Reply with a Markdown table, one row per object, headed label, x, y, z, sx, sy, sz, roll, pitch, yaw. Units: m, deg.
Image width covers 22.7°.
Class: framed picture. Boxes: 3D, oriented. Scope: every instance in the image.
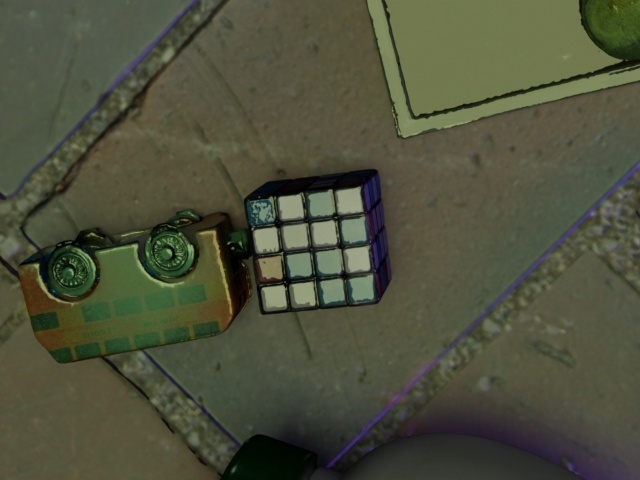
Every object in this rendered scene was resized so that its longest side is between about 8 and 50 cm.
| label | x | y | z | sx | sy | sz | roll | pitch | yaw |
| --- | --- | --- | --- | --- | --- | --- | --- | --- | --- |
| framed picture | 0.157 | -0.199 | 1.192 | 0.252 | 0.014 | 0.197 | -13 | 97 | 10 |

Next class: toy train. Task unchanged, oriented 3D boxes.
| label | x | y | z | sx | sy | sz | roll | pitch | yaw |
| --- | --- | --- | --- | --- | --- | --- | --- | --- | --- |
| toy train | -0.140 | 0.035 | 1.244 | 0.188 | 0.072 | 0.099 | -10 | 97 | 10 |

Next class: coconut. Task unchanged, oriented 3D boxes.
| label | x | y | z | sx | sy | sz | roll | pitch | yaw |
| --- | --- | --- | --- | --- | --- | --- | --- | --- | --- |
| coconut | 0.234 | -0.169 | 1.137 | 0.088 | 0.096 | 0.087 | 23 | 124 | 40 |

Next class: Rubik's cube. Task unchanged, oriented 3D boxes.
| label | x | y | z | sx | sy | sz | roll | pitch | yaw |
| --- | --- | --- | --- | --- | --- | --- | --- | --- | --- |
| Rubik's cube | 0.000 | 0.000 | 1.207 | 0.092 | 0.092 | 0.092 | -7 | 98 | 9 |

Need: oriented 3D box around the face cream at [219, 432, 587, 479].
| label | x | y | z | sx | sy | sz | roll | pitch | yaw |
| --- | --- | --- | --- | --- | --- | --- | --- | --- | --- |
| face cream | 0.082 | 0.296 | 1.172 | 0.357 | 0.219 | 0.312 | 18 | 85 | 10 |
